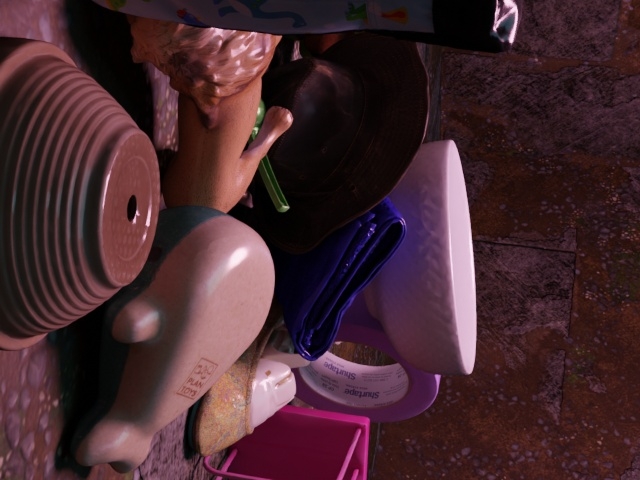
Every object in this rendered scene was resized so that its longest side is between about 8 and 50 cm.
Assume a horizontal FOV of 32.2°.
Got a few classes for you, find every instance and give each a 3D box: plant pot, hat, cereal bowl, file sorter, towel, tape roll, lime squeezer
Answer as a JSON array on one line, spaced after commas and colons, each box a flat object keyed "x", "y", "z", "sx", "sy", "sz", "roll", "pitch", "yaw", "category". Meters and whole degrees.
[{"x": -0.193, "y": -0.031, "z": 0.837, "sx": 0.237, "sy": 0.109, "sz": 0.237, "roll": 6, "pitch": 90, "yaw": -78, "category": "plant pot"}, {"x": -0.021, "y": -0.156, "z": 1.421, "sx": 0.134, "sy": 0.331, "sz": 0.331, "roll": 26, "pitch": 65, "yaw": -35, "category": "hat"}, {"x": 0.140, "y": 0.028, "z": 1.608, "sx": 0.339, "sy": 0.141, "sz": 0.339, "roll": -4, "pitch": 90, "yaw": -76, "category": "cereal bowl"}, {"x": -0.055, "y": 0.401, "z": 1.541, "sx": 0.182, "sy": 0.202, "sz": 0.291, "roll": -56, "pitch": 151, "yaw": -63, "category": "file sorter"}, {"x": 0.000, "y": 0.000, "z": 1.518, "sx": 0.228, "sy": 0.076, "sz": 0.308, "roll": -56, "pitch": -159, "yaw": 13, "category": "towel"}, {"x": 0.062, "y": 0.186, "z": 1.809, "sx": 0.275, "sy": 0.274, "sz": 0.090, "roll": 84, "pitch": 16, "yaw": -48, "category": "tape roll"}, {"x": -0.069, "y": -0.186, "z": 1.349, "sx": 0.059, "sy": 0.109, "sz": 0.310, "roll": 16, "pitch": 76, "yaw": -64, "category": "lime squeezer"}]

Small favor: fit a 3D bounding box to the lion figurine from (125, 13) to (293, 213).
[{"x": -0.108, "y": -0.129, "z": 1.124, "sx": 0.240, "sy": 0.142, "sz": 0.392, "roll": -67, "pitch": 162, "yaw": -49, "category": "lion figurine"}]

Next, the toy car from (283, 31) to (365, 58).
[{"x": 0.005, "y": -0.227, "z": 1.611, "sx": 0.149, "sy": 0.155, "sz": 0.188, "roll": 35, "pitch": 75, "yaw": -63, "category": "toy car"}]

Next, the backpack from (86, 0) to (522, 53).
[{"x": -0.036, "y": -0.283, "z": 0.850, "sx": 0.273, "sy": 0.355, "sz": 0.290, "roll": 66, "pitch": 26, "yaw": -46, "category": "backpack"}]

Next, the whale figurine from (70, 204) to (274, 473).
[{"x": -0.163, "y": 0.089, "z": 1.077, "sx": 0.272, "sy": 0.141, "sz": 0.216, "roll": -59, "pitch": 156, "yaw": -3, "category": "whale figurine"}]

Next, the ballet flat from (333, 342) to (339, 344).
[{"x": 0.056, "y": 0.029, "z": 2.070, "sx": 0.147, "sy": 0.147, "sz": 0.409, "roll": -66, "pitch": 161, "yaw": -56, "category": "ballet flat"}]

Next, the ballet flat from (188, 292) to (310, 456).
[{"x": -0.076, "y": 0.172, "z": 1.522, "sx": 0.348, "sy": 0.123, "sz": 0.123, "roll": -63, "pitch": 157, "yaw": -59, "category": "ballet flat"}]
